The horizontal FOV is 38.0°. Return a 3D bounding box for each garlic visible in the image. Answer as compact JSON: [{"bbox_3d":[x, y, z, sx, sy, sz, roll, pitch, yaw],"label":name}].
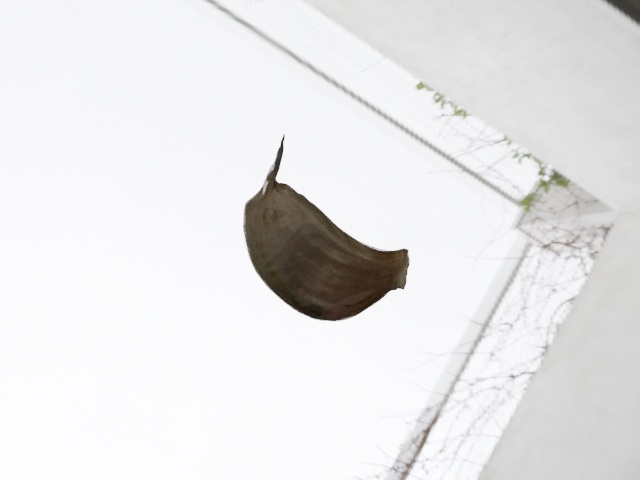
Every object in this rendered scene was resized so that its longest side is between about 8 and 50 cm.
[{"bbox_3d":[-0.013,-0.001,0.940,0.128,0.090,0.198,-40,-73,17],"label":"garlic"}]
